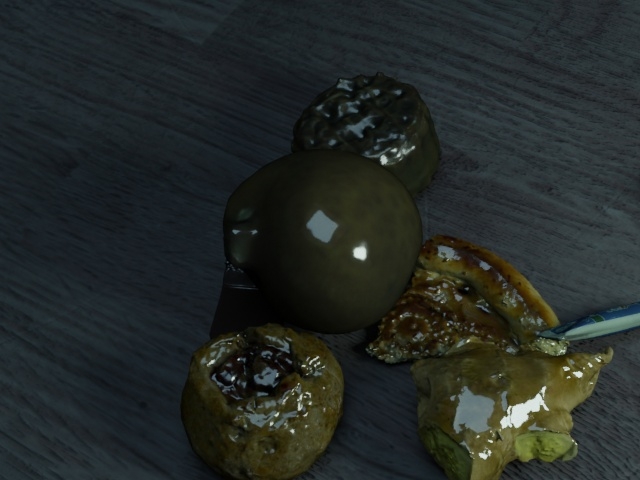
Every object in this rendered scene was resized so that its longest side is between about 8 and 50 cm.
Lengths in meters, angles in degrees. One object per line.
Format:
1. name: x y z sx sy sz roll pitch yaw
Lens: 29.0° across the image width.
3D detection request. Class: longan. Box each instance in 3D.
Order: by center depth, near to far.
1. longan: 0.000 0.000 1.702 0.300 0.243 0.300 3 17 -1

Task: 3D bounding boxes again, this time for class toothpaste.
1. toothpaste: 0.383 0.110 1.659 0.197 0.035 0.057 -10 7 -24

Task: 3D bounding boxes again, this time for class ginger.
1. ginger: 0.247 0.201 1.590 0.270 0.123 0.219 -19 49 -20

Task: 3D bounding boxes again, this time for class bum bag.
1. bum bag: -0.098 0.083 1.805 0.109 0.026 0.159 3 52 11

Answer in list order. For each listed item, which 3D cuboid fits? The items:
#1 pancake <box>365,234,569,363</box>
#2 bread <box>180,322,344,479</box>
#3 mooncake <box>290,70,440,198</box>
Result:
1. pancake: 0.182 0.108 1.713 0.244 0.057 0.266 -28 53 -12
2. bread: -0.082 0.207 1.641 0.230 0.123 0.230 -6 52 8
3. mooncake: 0.067 -0.155 1.906 0.228 0.124 0.228 -6 51 7
